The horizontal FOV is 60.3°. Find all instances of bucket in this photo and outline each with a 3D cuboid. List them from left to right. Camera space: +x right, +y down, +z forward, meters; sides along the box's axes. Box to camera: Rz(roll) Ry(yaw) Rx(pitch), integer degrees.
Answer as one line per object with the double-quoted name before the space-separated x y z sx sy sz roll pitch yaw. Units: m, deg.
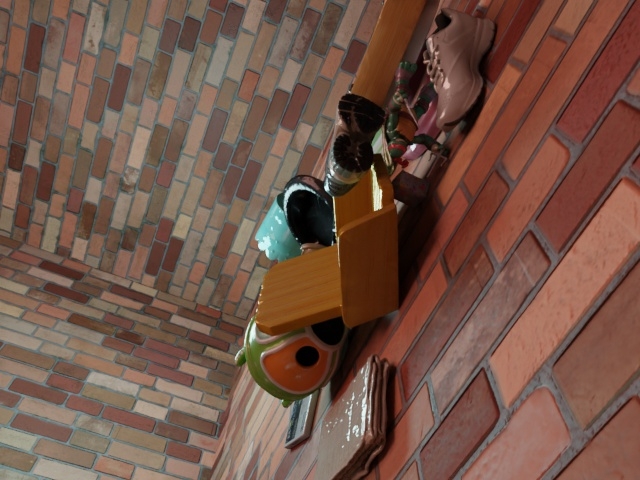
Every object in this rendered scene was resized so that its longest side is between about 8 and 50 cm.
"bucket" -0.083 -0.039 2.022 0.281 0.281 0.183 -86 21 -61

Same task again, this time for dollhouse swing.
"dollhouse swing" 0.000 0.000 1.213 0.347 0.305 0.315 -88 -6 -64

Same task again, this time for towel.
"towel" 0.057 0.357 1.029 0.187 0.049 0.282 -78 12 -48
"towel" 0.159 -0.301 1.674 0.248 0.038 0.324 128 144 -63

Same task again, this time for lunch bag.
"lunch bag" 0.189 -0.110 1.214 0.083 0.071 0.053 127 163 -62

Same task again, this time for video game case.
"video game case" -0.044 0.448 1.478 0.173 0.022 0.190 125 163 -54

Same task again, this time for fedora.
"fedora" 0.032 -0.080 1.670 0.152 0.334 0.334 -36 -8 -29

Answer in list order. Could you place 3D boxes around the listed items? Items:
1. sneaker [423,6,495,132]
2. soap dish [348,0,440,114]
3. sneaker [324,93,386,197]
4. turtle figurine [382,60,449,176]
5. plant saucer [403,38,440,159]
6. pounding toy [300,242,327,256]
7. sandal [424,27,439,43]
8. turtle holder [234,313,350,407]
"sneaker" 0.266 -0.351 1.133 0.111 0.129 0.297 132 156 -62
"soap dish" 0.172 -0.454 1.296 0.229 0.118 0.290 -68 0 -55
"sneaker" 0.057 -0.209 1.191 0.122 0.110 0.283 122 171 -48
"turtle figurine" 0.185 -0.249 1.142 0.118 0.175 0.234 -10 55 38
"plant saucer" 0.255 -0.367 1.364 0.332 0.084 0.332 -159 90 -80
"pounding toy" -0.010 0.115 1.595 0.269 0.154 0.154 125 163 -57
"sandal" 0.307 -0.515 1.460 0.179 0.067 0.040 132 145 -59
"turtle holder" -0.028 0.231 1.344 0.320 0.243 0.227 -24 -14 -49
